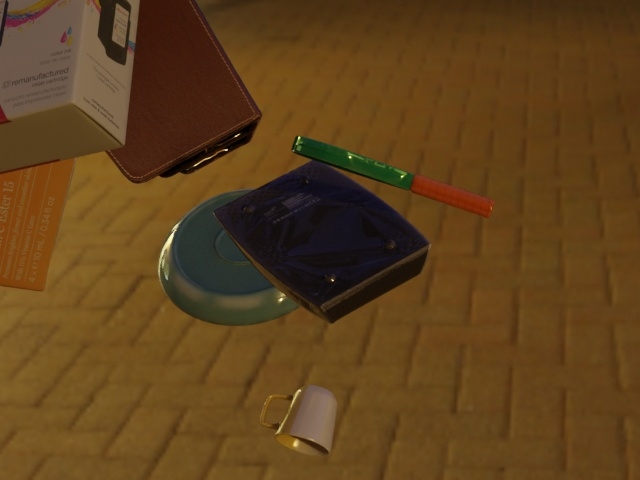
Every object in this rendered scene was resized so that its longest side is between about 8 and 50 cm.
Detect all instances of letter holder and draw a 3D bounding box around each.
[{"bbox_3d":[-0.253,-0.234,1.852,0.214,0.302,0.152,-30,-3,-12],"label":"letter holder"}]

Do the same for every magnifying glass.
[{"bbox_3d":[0.078,-0.069,1.460,0.231,0.026,0.092,17,1,8],"label":"magnifying glass"}]

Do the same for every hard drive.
[{"bbox_3d":[0.000,0.000,1.587,0.172,0.054,0.255,-29,39,-19],"label":"hard drive"}]

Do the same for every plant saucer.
[{"bbox_3d":[-0.131,0.014,2.333,0.318,0.043,0.317,-4,48,4],"label":"plant saucer"}]

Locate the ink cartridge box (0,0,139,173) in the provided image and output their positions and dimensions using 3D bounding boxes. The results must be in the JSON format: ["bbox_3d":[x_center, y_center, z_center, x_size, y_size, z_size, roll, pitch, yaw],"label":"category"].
[{"bbox_3d":[-0.215,-0.152,1.038,0.127,0.175,0.072,-11,-28,23],"label":"ink cartridge box"}]

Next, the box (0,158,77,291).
[{"bbox_3d":[-0.492,-0.090,1.641,0.345,0.215,0.168,8,31,-18],"label":"box"}]

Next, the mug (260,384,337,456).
[{"bbox_3d":[-0.017,0.187,1.427,0.078,0.064,0.062,25,-23,-15],"label":"mug"}]
